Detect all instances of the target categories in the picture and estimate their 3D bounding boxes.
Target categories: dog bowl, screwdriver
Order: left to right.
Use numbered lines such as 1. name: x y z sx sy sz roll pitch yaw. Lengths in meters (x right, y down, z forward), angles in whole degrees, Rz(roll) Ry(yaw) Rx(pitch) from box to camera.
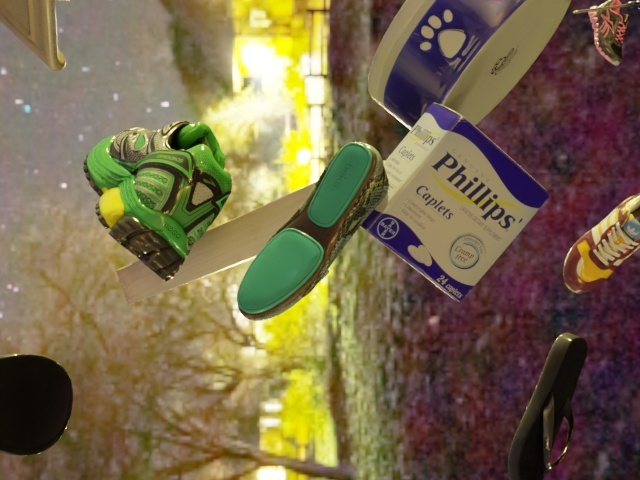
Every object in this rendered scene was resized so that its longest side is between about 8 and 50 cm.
1. dog bowl: 0.185 -0.246 1.126 0.104 0.265 0.265 43 160 15
2. screwdriver: 0.473 -0.370 1.456 0.025 0.169 0.024 135 123 -79

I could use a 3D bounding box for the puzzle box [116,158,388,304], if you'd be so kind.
1. puzzle box: -0.041 -0.020 1.150 0.409 0.272 0.052 -20 91 45

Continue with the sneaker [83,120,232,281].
1. sneaker: -0.172 -0.070 1.055 0.134 0.146 0.343 47 179 -27

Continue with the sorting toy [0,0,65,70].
1. sorting toy: -0.312 -0.304 0.750 0.307 0.041 0.229 42 152 15

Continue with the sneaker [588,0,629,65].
1. sneaker: 0.465 -0.335 1.459 0.057 0.047 0.119 -28 57 38

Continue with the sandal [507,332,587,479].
1. sandal: 0.341 0.263 1.352 0.054 0.097 0.255 21 96 42

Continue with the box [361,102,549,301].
1. box: 0.120 -0.036 0.875 0.137 0.126 0.072 -51 21 5

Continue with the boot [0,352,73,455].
1. boot: -0.384 0.134 0.833 0.263 0.229 0.091 19 -104 -59

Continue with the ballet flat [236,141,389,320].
1. ballet flat: 0.000 0.000 0.826 0.188 0.070 0.070 -51 4 0

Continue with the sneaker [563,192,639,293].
1. sneaker: 0.416 -0.002 1.298 0.185 0.069 0.084 -48 -4 -6
